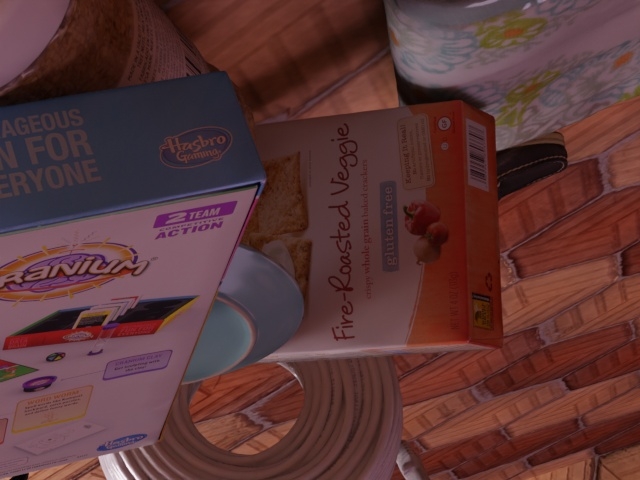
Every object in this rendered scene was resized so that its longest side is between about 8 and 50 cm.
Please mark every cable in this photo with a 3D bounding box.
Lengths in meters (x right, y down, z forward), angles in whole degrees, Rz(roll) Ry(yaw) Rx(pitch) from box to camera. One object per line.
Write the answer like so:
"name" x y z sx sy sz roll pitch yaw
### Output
"cable" -0.060 0.142 1.511 0.257 0.257 0.089 -19 157 -8

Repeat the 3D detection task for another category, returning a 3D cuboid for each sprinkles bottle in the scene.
"sprinkles bottle" -0.135 -0.090 0.945 0.121 0.121 0.355 -24 163 8

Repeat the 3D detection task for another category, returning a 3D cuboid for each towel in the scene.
"towel" 0.222 -0.178 1.174 0.374 0.090 0.320 -22 162 0

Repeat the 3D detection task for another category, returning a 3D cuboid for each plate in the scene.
"plate" -0.103 0.051 1.114 0.188 0.024 0.188 -3 149 -2

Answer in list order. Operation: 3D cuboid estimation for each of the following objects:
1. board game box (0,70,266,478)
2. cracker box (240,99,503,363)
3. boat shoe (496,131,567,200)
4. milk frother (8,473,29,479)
"board game box" -0.177 0.042 0.931 0.242 0.064 0.316 -11 155 -21
"cracker box" 0.000 0.000 1.204 0.232 0.156 0.067 -6 171 26
"boat shoe" 0.107 -0.027 1.512 0.223 0.073 0.080 -18 163 -12
"milk frother" -0.326 0.199 1.664 0.135 0.129 0.143 -45 -166 53
